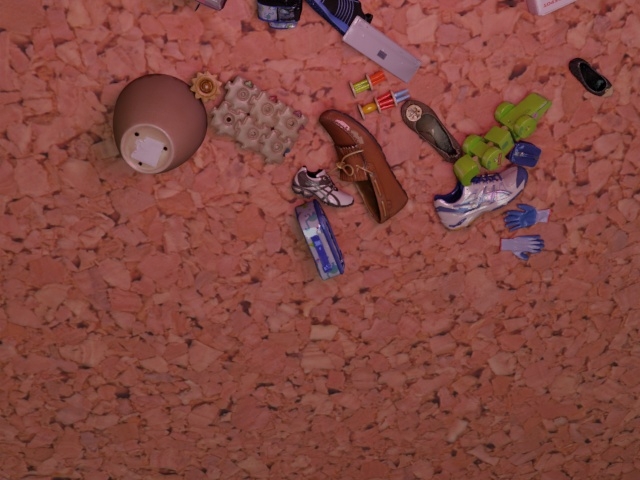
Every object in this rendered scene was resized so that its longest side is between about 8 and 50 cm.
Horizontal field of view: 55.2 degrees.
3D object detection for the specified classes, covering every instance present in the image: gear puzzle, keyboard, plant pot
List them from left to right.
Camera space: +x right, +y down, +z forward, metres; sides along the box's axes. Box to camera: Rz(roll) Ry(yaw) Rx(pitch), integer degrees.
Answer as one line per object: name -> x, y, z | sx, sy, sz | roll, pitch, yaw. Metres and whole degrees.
plant pot -> -0.429, -0.277, 1.592 | 0.256, 0.274, 0.257 | -3, 116, -6
gear puzzle -> -0.212, -0.354, 1.701 | 0.338, 0.044, 0.176 | 28, 102, -23
keyboard -> 0.171, -0.512, 1.657 | 0.255, 0.014, 0.072 | 22, 118, -36

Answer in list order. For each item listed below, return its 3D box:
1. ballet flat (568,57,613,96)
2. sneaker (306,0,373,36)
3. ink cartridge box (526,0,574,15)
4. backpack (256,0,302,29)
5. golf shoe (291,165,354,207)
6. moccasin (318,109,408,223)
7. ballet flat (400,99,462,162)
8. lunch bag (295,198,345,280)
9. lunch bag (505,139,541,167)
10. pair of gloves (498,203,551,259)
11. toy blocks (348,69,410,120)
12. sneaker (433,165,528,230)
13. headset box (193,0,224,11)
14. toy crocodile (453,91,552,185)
ballet flat -> 0.786, -0.466, 1.773 | 0.173, 0.049, 0.057 | 29, 110, -19
sneaker -> 0.045, -0.606, 1.576 | 0.232, 0.081, 0.091 | 27, 101, -46
ink cartridge box -> 0.604, -0.715, 1.613 | 0.139, 0.082, 0.191 | -23, 117, 5
backpack -> -0.106, -0.595, 1.574 | 0.114, 0.105, 0.084 | 4, 136, 1
golf shoe -> 0.017, -0.159, 1.814 | 0.198, 0.077, 0.094 | 16, 113, -15
moccasin -> 0.107, -0.209, 1.764 | 0.147, 0.139, 0.380 | -44, 124, -14
ballet flat -> 0.331, -0.313, 1.787 | 0.084, 0.058, 0.250 | -42, 113, 13
lunch bag -> 0.000, 0.000, 1.833 | 0.090, 0.176, 0.219 | -21, 116, 4
lunch bag -> 0.614, -0.260, 1.843 | 0.098, 0.065, 0.067 | 10, 114, -11
pair of gloves -> 0.663, -0.025, 1.987 | 0.159, 0.023, 0.198 | -1, 115, -6
toy blocks -> 0.167, -0.420, 1.718 | 0.148, 0.054, 0.123 | -22, 117, 4
sneaker -> 0.483, -0.152, 1.855 | 0.296, 0.112, 0.131 | -34, 114, 8
headset box -> -0.241, -0.684, 1.449 | 0.110, 0.218, 0.293 | 19, 112, -14
toy crocodile -> 0.525, -0.294, 1.775 | 0.340, 0.115, 0.105 | -44, 137, 1
